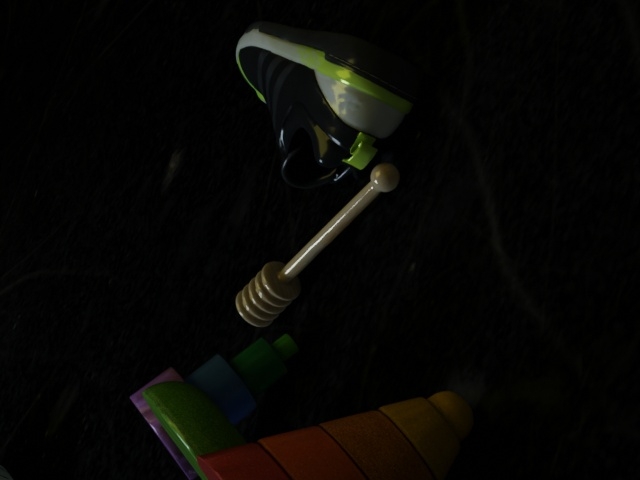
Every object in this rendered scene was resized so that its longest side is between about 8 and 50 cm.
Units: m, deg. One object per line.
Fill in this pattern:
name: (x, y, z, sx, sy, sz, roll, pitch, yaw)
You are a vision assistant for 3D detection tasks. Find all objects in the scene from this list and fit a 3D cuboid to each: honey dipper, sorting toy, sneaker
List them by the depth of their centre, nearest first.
sorting toy: (-0.010, 0.104, 1.045, 0.126, 0.127, 0.365, -37, 14, -9)
honey dipper: (0.000, 0.000, 1.206, 0.160, 0.030, 0.030, -46, 27, 37)
sneaker: (-0.013, -0.086, 1.257, 0.097, 0.084, 0.235, -67, 19, -2)

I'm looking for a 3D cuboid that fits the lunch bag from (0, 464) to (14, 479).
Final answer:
lunch bag: (-0.349, 0.316, 1.608, 0.303, 0.115, 0.243, -66, 21, 0)
